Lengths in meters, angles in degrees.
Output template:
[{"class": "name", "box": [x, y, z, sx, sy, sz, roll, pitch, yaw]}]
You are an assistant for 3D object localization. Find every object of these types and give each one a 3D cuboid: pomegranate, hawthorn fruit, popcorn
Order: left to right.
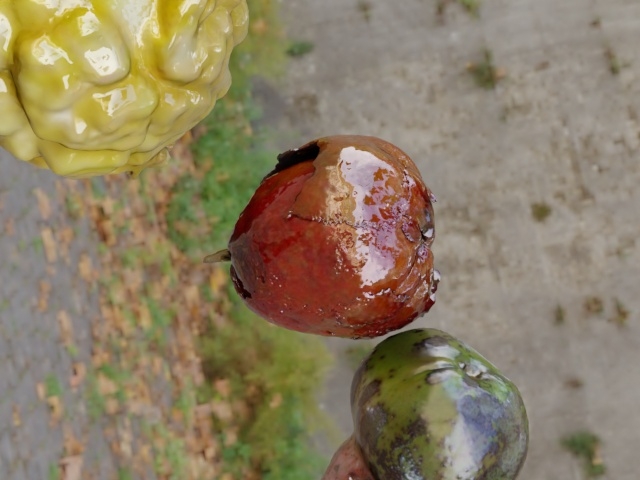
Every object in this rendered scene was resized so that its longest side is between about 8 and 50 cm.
[{"class": "popcorn", "box": [-0.199, -0.236, 1.150, 0.349, 0.382, 0.349, 56, 2, -3]}, {"class": "hawthorn fruit", "box": [0.000, 0.000, 0.918, 0.148, 0.172, 0.148, -7, 90, -74]}, {"class": "pomegranate", "box": [0.062, 0.135, 0.900, 0.125, 0.163, 0.138, 69, -2, -46]}]
